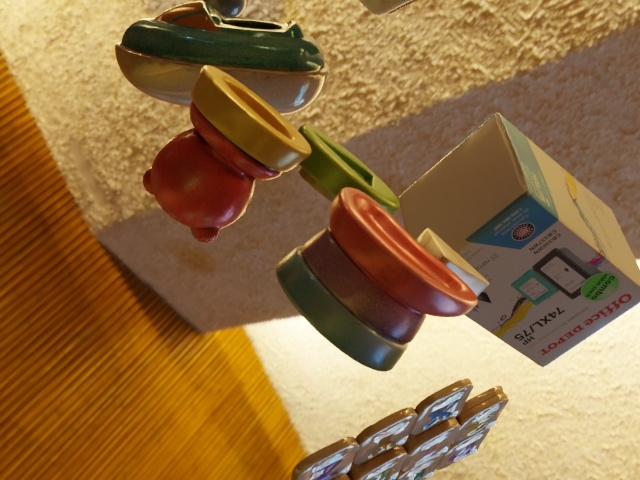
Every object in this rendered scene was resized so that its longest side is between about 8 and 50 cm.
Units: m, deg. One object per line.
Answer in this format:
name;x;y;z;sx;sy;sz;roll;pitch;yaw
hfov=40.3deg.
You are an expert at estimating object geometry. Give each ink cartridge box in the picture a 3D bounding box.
ink cartridge box;0.283;0.005;1.232;0.270;0.197;0.198;33;-60;-27

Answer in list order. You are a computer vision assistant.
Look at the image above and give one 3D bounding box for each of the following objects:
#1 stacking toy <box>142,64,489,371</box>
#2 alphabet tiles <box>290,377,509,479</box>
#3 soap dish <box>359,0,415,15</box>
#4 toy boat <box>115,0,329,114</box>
stacking toy;0.000;0.000;0.821;0.309;0.279;0.130;46;-77;22
alphabet tiles;0.044;0.222;0.799;0.021;0.284;0.278;57;-24;26
soap dish;0.063;-0.448;1.136;0.291;0.118;0.229;46;-17;-16
toy boat;-0.129;-0.267;1.150;0.268;0.318;0.148;3;-69;-9
